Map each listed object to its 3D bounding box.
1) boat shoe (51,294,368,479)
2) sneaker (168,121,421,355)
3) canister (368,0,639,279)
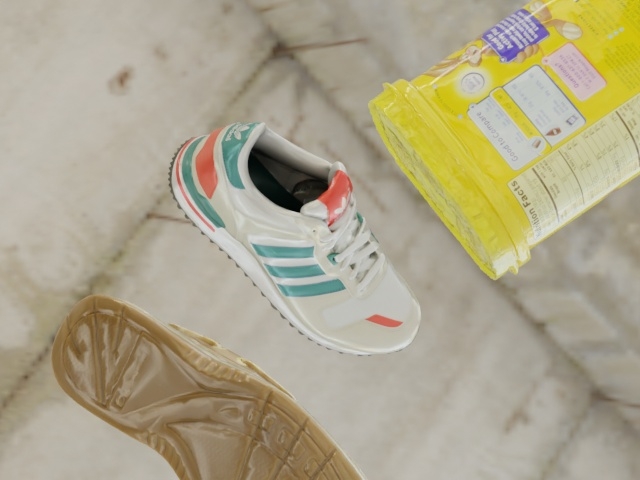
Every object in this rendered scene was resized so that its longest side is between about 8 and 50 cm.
[{"bbox_3d":[-0.031,0.077,0.742,0.063,0.170,0.059,-57,-27,10],"label":"boat shoe"},{"bbox_3d":[0.000,0.000,0.941,0.161,0.075,0.057,43,-122,-17],"label":"sneaker"},{"bbox_3d":[0.132,-0.074,1.046,0.170,0.126,0.073,-34,-28,-5],"label":"canister"}]
